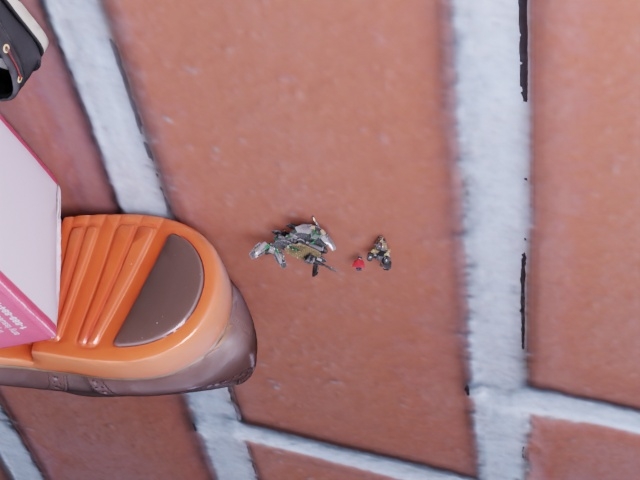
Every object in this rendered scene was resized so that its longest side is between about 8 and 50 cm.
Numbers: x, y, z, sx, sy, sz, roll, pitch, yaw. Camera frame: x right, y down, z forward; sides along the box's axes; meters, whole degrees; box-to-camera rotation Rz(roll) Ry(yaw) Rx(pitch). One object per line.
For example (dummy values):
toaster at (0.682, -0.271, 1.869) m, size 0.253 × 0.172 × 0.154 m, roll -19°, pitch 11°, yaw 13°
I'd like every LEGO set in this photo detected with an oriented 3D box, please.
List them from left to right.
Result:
LEGO set at (0.001, 0.001, 1.004) m, size 0.083 × 0.023 × 0.054 m, roll 8°, pitch 154°, yaw -5°

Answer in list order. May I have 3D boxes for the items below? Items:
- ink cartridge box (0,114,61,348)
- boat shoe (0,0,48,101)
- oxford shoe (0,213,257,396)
ink cartridge box at (-0.318, -0.007, 0.980) m, size 0.283 × 0.117 × 0.207 m, roll -12°, pitch 150°, yaw 13°
boat shoe at (-0.192, -0.125, 0.884) m, size 0.049 × 0.042 × 0.133 m, roll -1°, pitch 143°, yaw 36°
oxford shoe at (-0.215, 0.050, 1.117) m, size 0.363 × 0.130 × 0.133 m, roll 8°, pitch 157°, yaw 22°
